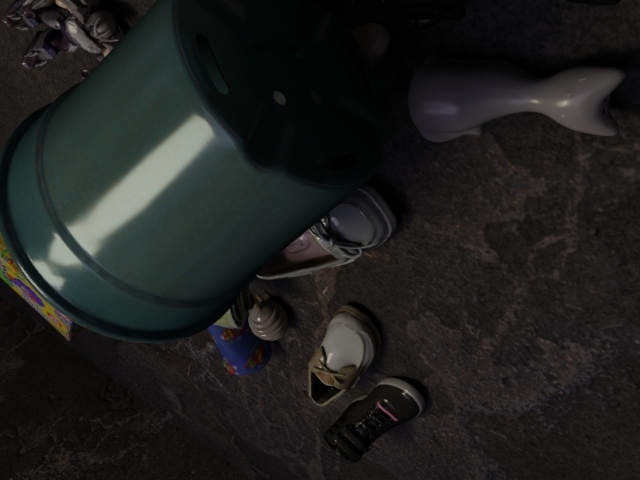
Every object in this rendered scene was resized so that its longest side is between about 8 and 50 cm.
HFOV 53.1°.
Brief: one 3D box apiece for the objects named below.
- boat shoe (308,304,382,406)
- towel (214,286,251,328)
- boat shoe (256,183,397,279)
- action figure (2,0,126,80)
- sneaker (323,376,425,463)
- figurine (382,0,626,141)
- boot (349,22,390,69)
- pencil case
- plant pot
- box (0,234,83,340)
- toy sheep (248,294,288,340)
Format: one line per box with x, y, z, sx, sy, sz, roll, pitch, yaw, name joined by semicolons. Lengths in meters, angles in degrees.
0.040;0.240;1.251;0.113;0.103;0.302;31;147;17;boat shoe
-0.307;-0.005;1.221;0.374;0.090;0.321;11;118;25;towel
-0.002;-0.002;1.006;0.118;0.103;0.320;52;148;-15;boat shoe
-0.415;-0.341;1.052;0.285;0.099;0.185;16;147;41;action figure
0.105;0.378;1.307;0.104;0.147;0.296;43;147;2;sneaker
0.179;-0.189;0.604;0.209;0.092;0.215;10;137;35;figurine
0.035;-0.193;0.788;0.086;0.069;0.190;33;151;-29;boot
-0.218;0.171;1.442;0.133;0.119;0.306;36;156;53;pencil case
-0.126;-0.097;0.704;0.334;0.341;0.341;-30;105;42;plant pot
-0.600;0.029;1.537;0.290;0.279;0.177;43;149;-2;box
-0.113;0.164;1.349;0.091;0.091;0.132;19;160;33;toy sheep
